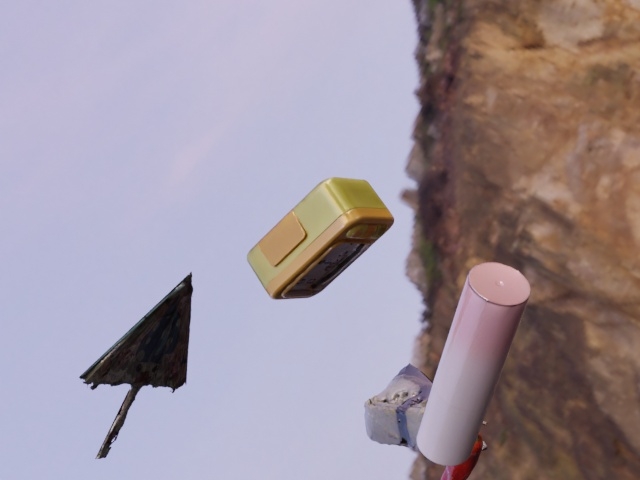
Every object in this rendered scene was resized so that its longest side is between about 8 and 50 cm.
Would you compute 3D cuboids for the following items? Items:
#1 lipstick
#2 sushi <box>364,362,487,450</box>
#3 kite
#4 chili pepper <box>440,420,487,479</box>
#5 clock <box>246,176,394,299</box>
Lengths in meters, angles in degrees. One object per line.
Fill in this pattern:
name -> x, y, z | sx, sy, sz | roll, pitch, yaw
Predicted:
lipstick -> 0.210, 0.180, 1.567 | 0.087, 0.087, 0.327 | -35, -32, -42
sushi -> 0.171, 0.325, 1.964 | 0.109, 0.273, 0.134 | -3, -74, -28
kite -> -0.303, 0.222, 1.964 | 0.368, 0.014, 0.406 | -64, -20, 1
chili pepper -> 0.227, 0.354, 1.819 | 0.059, 0.050, 0.191 | -98, 21, -52
clock -> 0.000, 0.000, 1.692 | 0.202, 0.096, 0.143 | -43, -19, 25
